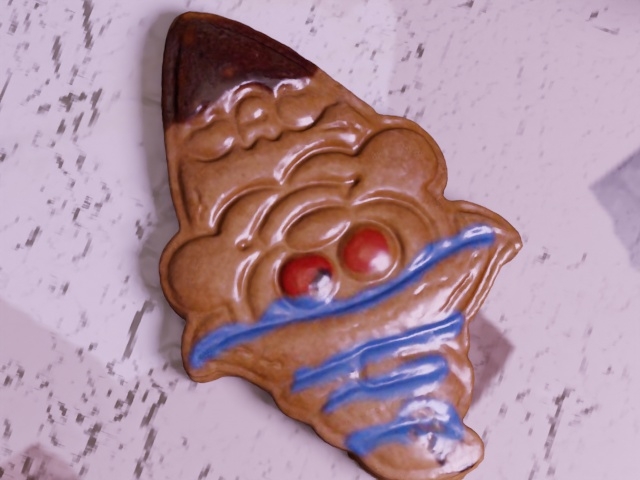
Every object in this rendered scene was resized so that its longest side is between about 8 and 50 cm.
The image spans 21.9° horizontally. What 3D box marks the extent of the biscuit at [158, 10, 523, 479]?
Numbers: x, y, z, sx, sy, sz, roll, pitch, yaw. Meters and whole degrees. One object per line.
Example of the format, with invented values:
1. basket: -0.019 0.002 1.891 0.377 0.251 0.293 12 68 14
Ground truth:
1. biscuit: 0.000 0.000 0.842 0.183 0.043 0.280 -27 84 -10
